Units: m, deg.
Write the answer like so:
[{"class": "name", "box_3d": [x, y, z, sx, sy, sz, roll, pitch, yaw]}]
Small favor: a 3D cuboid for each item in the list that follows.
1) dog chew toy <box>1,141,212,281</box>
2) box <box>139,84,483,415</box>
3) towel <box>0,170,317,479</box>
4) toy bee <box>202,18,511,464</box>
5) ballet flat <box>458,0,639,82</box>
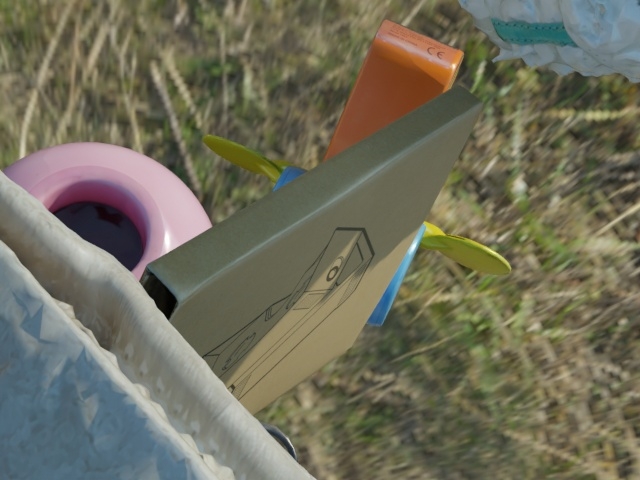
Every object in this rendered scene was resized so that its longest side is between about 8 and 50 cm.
[{"class": "dog chew toy", "box_3d": [-0.188, 0.060, 1.569, 0.206, 0.332, 0.207, 3, 67, -7]}, {"class": "box", "box_3d": [-0.024, 0.030, 0.806, 0.021, 0.164, 0.201, 43, 43, 15]}, {"class": "towel", "box_3d": [-0.081, 0.100, 0.393, 0.282, 0.049, 0.187, 45, 102, 26]}, {"class": "toy bee", "box_3d": [0.000, 0.000, 1.236, 0.195, 0.162, 0.298, 44, 100, -1]}, {"class": "ballet flat", "box_3d": [0.191, -0.203, 0.908, 0.147, 0.147, 0.409, 45, 52, 2]}]
